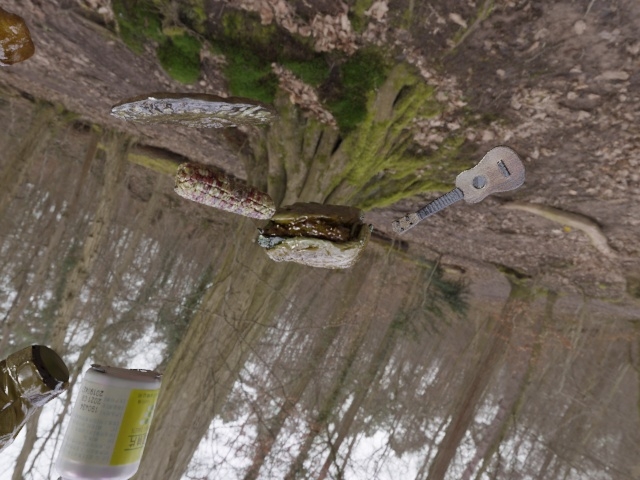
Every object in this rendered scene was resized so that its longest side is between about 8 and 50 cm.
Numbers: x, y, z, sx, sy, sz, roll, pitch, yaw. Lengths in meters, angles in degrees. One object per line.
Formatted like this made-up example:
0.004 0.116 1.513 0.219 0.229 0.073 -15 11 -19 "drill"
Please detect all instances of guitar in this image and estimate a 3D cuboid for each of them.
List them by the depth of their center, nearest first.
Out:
0.257 -0.086 0.787 0.083 0.271 0.038 58 -150 -2 "guitar"

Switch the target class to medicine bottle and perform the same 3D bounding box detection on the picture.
-0.606 0.556 1.146 0.214 0.377 0.213 10 164 3 "medicine bottle"

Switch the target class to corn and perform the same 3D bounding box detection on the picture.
-0.244 -0.125 1.080 0.290 0.098 0.098 17 -169 -34 "corn"

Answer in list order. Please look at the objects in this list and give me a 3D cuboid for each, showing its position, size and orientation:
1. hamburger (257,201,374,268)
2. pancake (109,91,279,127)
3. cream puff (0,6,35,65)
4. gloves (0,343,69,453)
0.000 0.000 0.721 0.184 0.129 0.206 1 -169 15 "hamburger"
-0.151 -0.157 0.503 0.200 0.021 0.199 -1 -171 0 "pancake"
-0.846 -0.512 0.951 0.270 0.154 0.241 -4 163 7 "cream puff"
-0.641 0.338 0.749 0.141 0.331 0.154 37 158 33 "gloves"
